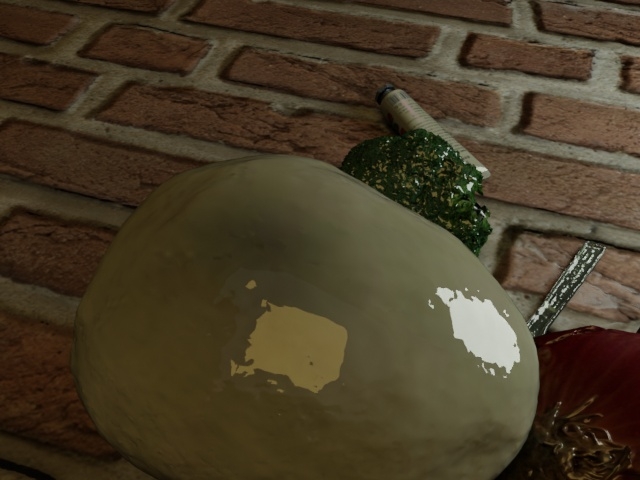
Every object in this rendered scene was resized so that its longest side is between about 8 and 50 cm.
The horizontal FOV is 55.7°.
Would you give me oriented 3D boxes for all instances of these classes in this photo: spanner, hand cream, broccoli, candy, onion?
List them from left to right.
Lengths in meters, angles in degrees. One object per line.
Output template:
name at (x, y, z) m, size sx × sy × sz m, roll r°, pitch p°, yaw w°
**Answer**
candy at (-0.006, 0.068, 0.572) m, size 0.427 × 0.186 × 0.386 m, roll 25°, pitch 50°, yaw 14°
broccoli at (0.133, -0.023, 0.854) m, size 0.270 × 0.270 × 0.270 m, roll 11°, pitch 36°, yaw -40°
hand cream at (0.193, -0.193, 1.113) m, size 0.095 × 0.059 × 0.276 m, roll -22°, pitch 56°, yaw -20°
spanner at (0.333, 0.096, 0.864) m, size 0.093 × 0.026 × 0.325 m, roll 32°, pitch 55°, yaw 25°
onion at (0.266, 0.264, 0.582) m, size 0.347 × 0.285 × 0.347 m, roll -35°, pitch 28°, yaw 22°

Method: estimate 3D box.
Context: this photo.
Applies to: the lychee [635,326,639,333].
lychee at (0.482, 0.156, 0.675) m, size 0.255 × 0.300 × 0.255 m, roll -1°, pitch 84°, yaw 11°
